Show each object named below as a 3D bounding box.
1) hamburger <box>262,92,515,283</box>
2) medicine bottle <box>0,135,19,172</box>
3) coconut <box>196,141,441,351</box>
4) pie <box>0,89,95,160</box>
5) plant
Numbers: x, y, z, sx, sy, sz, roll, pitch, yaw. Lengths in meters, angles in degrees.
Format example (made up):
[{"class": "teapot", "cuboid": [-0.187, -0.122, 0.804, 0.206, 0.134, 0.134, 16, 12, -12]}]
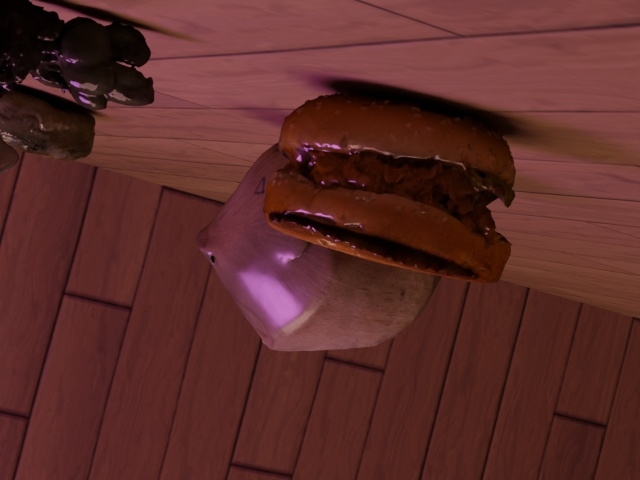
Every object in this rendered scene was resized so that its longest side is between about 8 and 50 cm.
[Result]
[{"class": "hamburger", "cuboid": [0.054, -0.038, 1.274, 0.182, 0.118, 0.191, 17, 175, 14]}, {"class": "medicine bottle", "cuboid": [-0.267, -0.092, 1.090, 0.147, 0.143, 0.147, -14, -169, 3]}, {"class": "coconut", "cuboid": [0.000, 0.000, 1.593, 0.224, 0.224, 0.224, 15, 178, 1]}, {"class": "pie", "cuboid": [-0.388, -0.149, 2.078, 0.277, 0.078, 0.277, 13, -177, -1]}, {"class": "plant", "cuboid": [-0.193, -0.130, 1.205, 0.174, 0.085, 0.087, 10, -156, -16]}]
